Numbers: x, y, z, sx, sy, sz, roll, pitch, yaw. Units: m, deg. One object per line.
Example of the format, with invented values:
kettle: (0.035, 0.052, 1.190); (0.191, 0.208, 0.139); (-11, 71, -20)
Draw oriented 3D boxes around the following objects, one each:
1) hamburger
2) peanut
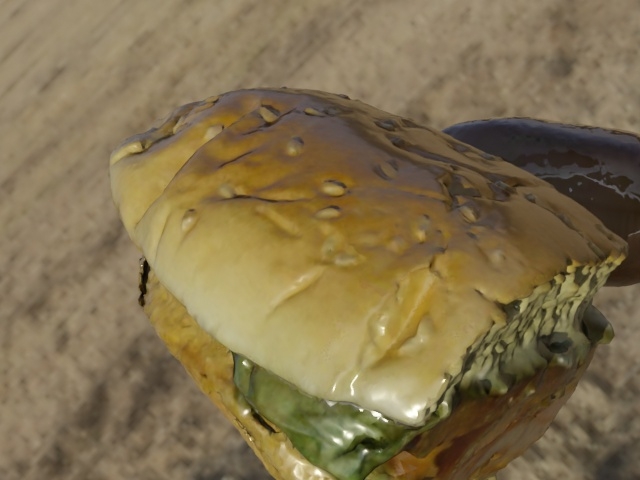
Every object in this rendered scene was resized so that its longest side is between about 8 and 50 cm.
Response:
hamburger: (0.000, 0.000, 0.571); (0.135, 0.208, 0.155); (-53, -26, 13)
peanut: (0.113, -0.021, 0.736); (0.152, 0.076, 0.076); (12, 51, 28)
